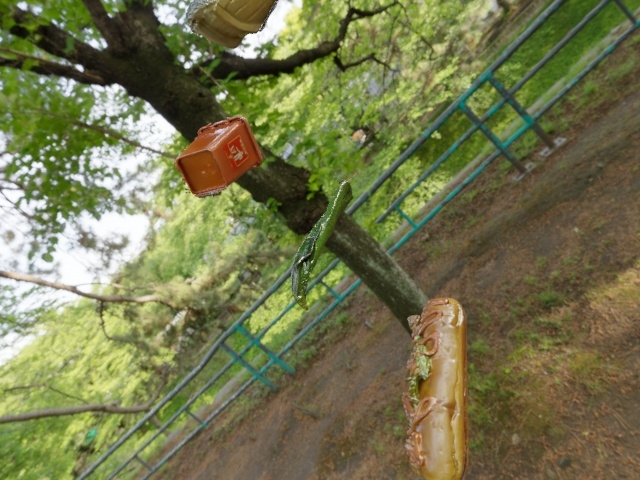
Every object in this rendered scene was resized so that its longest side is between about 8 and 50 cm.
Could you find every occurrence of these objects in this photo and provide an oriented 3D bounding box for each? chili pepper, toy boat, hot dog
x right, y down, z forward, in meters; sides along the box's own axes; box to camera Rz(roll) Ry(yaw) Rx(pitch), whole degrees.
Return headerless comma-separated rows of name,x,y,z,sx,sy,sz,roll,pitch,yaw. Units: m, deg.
chili pepper,0.000,0.000,1.003,0.085,0.076,0.359,87,-156,-56
toy boat,-0.103,-0.430,0.604,0.089,0.121,0.321,-3,62,49
hot dog,0.217,0.280,0.800,0.158,0.117,0.349,81,-164,-66

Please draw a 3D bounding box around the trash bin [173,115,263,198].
trash bin,-0.291,-0.225,1.135,0.184,0.161,0.239,-10,29,21
